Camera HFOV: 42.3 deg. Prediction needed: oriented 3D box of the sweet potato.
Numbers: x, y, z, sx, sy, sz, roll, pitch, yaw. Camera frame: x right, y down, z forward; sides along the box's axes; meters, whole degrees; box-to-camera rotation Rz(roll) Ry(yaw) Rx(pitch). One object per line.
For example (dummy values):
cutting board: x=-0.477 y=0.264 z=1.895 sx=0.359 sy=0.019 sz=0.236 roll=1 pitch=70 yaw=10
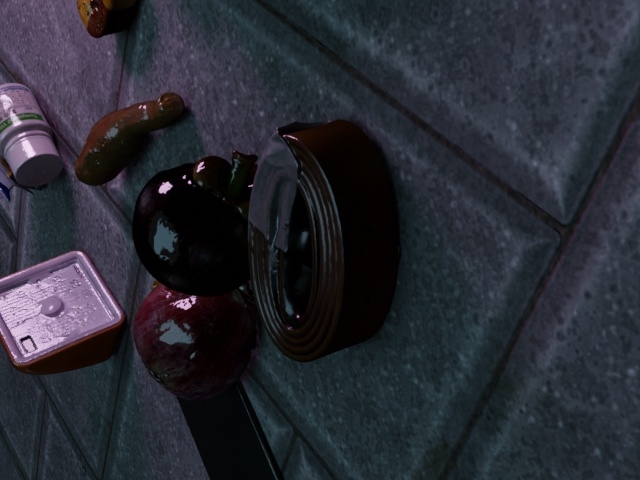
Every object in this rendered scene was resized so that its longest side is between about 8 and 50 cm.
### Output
sweet potato: x=-0.384 y=-0.207 z=1.622 sx=0.385 sy=0.109 sz=0.109 roll=-29 pitch=76 yaw=44

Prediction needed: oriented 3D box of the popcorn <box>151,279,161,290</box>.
popcorn: x=-0.278 y=0.072 z=1.574 sx=0.097 sy=0.089 sz=0.109 roll=59 pitch=143 yaw=40

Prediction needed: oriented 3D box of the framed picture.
framed picture: x=-0.176 y=0.389 z=1.586 sx=0.255 sy=0.014 sz=0.339 roll=-47 pitch=63 yaw=47

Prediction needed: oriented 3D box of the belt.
belt: x=0.000 y=0.000 z=1.179 sx=0.217 sy=0.122 sz=0.339 roll=19 pitch=116 yaw=46

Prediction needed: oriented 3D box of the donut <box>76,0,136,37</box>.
donut: x=-0.411 y=-0.484 z=1.596 sx=0.166 sy=0.073 sz=0.184 roll=45 pitch=132 yaw=34

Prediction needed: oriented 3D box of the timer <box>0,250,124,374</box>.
timer: x=-0.617 y=0.177 z=1.888 sx=0.257 sy=0.250 sz=0.161 roll=49 pitch=134 yaw=32

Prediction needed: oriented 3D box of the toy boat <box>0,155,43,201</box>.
toy boat: x=-0.768 y=-0.159 z=1.993 sx=0.067 sy=0.220 sz=0.291 roll=-41 pitch=28 yaw=13

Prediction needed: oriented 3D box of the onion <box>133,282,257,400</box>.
onion: x=-0.223 y=0.165 z=1.456 sx=0.227 sy=0.120 sz=0.283 roll=47 pitch=123 yaw=1

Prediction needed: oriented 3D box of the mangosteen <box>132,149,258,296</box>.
mangosteen: x=-0.174 y=-0.037 z=1.310 sx=0.265 sy=0.228 sz=0.228 roll=-51 pitch=60 yaw=29

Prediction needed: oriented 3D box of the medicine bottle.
medicine bottle: x=-0.717 y=-0.252 z=1.991 sx=0.237 sy=0.139 sz=0.139 roll=59 pitch=138 yaw=24
